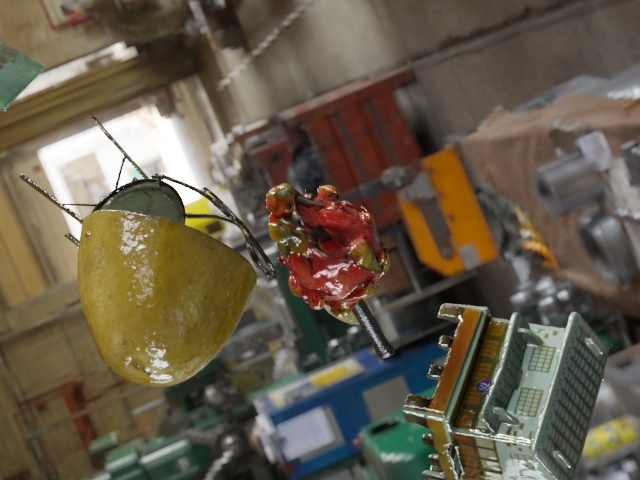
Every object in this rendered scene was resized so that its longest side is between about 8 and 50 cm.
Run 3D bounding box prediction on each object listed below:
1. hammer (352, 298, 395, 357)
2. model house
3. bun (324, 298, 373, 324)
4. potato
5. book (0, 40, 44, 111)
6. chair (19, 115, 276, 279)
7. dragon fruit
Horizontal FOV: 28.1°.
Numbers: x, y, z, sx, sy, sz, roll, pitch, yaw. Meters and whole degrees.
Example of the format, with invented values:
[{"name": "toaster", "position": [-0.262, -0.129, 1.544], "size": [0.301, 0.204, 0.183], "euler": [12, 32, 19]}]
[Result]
[{"name": "hammer", "position": [0.043, 0.085, 1.768], "size": [0.029, 0.103, 0.246], "euler": [-83, -27, -44]}, {"name": "model house", "position": [0.248, 0.214, 1.671], "size": [0.198, 0.215, 0.224], "euler": [73, -147, -47]}, {"name": "bun", "position": [0.043, 0.089, 1.957], "size": [0.086, 0.054, 0.086], "euler": [22, 160, 9]}, {"name": "potato", "position": [-0.176, 0.076, 1.351], "size": [0.203, 0.178, 0.158], "euler": [48, -131, -46]}, {"name": "book", "position": [-0.572, -0.297, 2.280], "size": [0.103, 0.135, 0.017], "euler": [31, 137, 0]}, {"name": "chair", "position": [-0.225, -0.021, 1.610], "size": [0.326, 0.170, 0.159], "euler": [38, 163, 42]}, {"name": "dragon fruit", "position": [0.000, 0.000, 1.563], "size": [0.207, 0.133, 0.150], "euler": [51, 173, -38]}]
